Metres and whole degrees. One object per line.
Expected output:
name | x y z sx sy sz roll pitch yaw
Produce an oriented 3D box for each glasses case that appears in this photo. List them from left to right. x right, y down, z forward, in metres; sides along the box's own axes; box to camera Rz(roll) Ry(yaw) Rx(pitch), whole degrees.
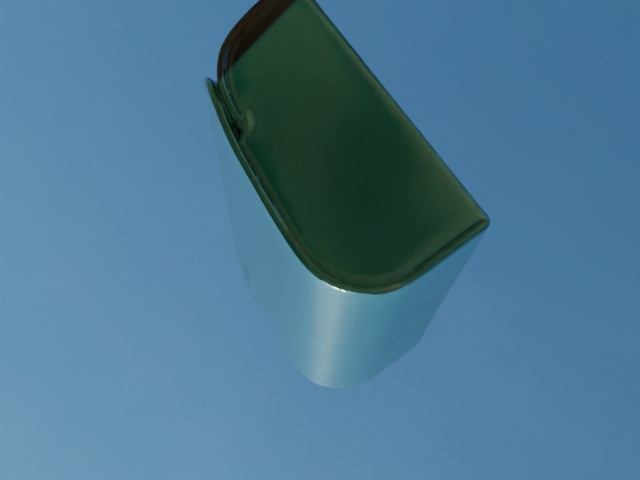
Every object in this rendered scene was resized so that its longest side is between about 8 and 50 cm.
glasses case | -0.002 -0.001 0.620 0.070 0.301 0.117 -36 -100 -7
